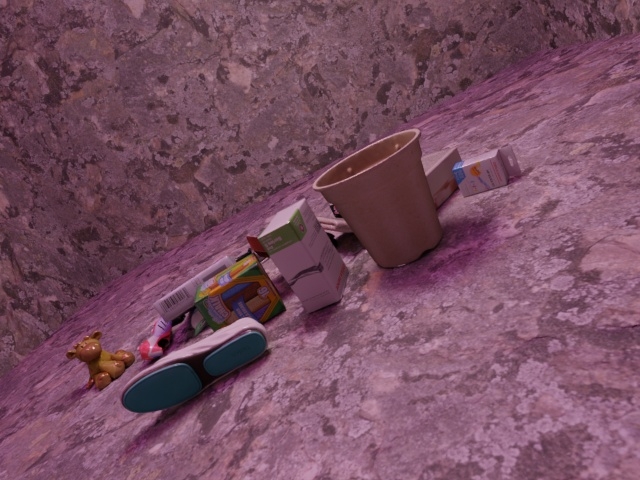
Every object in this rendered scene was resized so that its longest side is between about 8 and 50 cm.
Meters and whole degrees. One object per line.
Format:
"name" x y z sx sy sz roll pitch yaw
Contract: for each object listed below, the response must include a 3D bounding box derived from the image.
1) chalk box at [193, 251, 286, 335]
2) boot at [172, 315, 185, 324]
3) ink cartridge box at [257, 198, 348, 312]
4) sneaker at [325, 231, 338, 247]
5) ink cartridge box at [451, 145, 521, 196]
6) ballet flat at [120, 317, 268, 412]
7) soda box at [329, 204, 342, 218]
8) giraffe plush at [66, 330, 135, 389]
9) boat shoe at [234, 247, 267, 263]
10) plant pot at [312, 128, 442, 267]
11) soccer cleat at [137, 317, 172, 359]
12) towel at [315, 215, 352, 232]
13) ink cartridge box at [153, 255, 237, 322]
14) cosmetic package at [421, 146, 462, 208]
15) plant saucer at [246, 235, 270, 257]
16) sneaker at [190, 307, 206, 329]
"chalk box" -0.287 0.199 1.394 0.288 0.179 0.180 -31 16 -6
"boot" -0.612 0.336 1.786 0.099 0.045 0.121 -22 19 6
"ink cartridge box" -0.040 0.043 1.278 0.114 0.273 0.198 -26 16 21
"sneaker" 0.000 0.000 1.689 0.162 0.107 0.281 10 10 16
"ink cartridge box" 0.528 -0.218 1.383 0.181 0.104 0.061 -17 21 38
"ballet flat" -0.329 0.326 1.168 0.399 0.139 0.139 -26 16 -9
"soda box" 0.087 -0.116 1.780 0.060 0.053 0.169 -27 -14 8
"giraffe plush" -0.835 0.437 1.629 0.210 0.171 0.181 -19 20 32
"boat shoe" -0.343 0.088 1.959 0.335 0.096 0.112 -35 17 -17
"plant pot" 0.195 -0.105 1.257 0.333 0.306 0.334 -28 17 9
"soccer cleat" -0.595 0.364 1.632 0.094 0.083 0.248 -6 18 5
"towel" 0.078 -0.055 1.587 0.187 0.049 0.282 3 5 -23
"ink cartridge box" -0.448 0.178 1.704 0.308 0.091 0.385 -34 1 -5
"cosmetic package" 0.374 -0.196 1.536 0.296 0.129 0.153 -40 20 -32
"plant saucer" -0.119 0.037 1.514 0.258 0.048 0.259 7 -9 -1
"sneaker" -0.377 0.237 1.599 0.237 0.085 0.086 -41 15 -30
